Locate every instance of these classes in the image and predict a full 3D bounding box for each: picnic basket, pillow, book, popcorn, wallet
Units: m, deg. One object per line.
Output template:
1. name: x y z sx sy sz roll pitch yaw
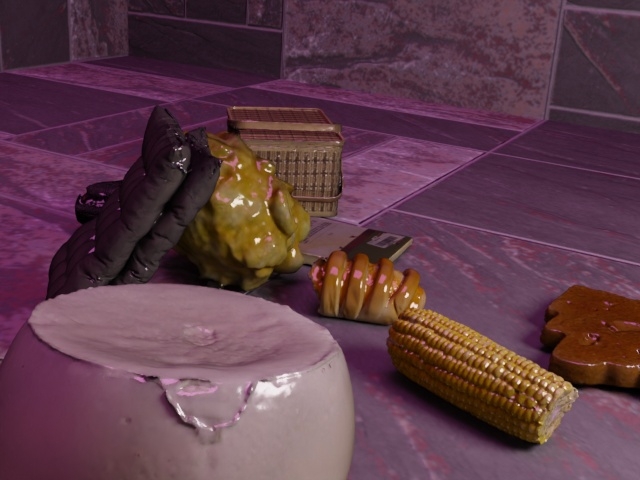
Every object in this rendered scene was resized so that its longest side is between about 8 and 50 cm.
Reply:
1. picnic basket: -0.080 -0.177 1.739 0.228 0.175 0.313 1 21 -9
2. pillow: -0.259 -0.018 1.130 0.101 0.326 0.228 33 9 -22
3. book: 0.000 0.000 1.485 0.289 0.026 0.201 12 21 22
4. popcorn: -0.146 -0.047 1.312 0.215 0.252 0.286 -44 50 -7
5. wallet: -0.312 -0.073 1.585 0.220 0.071 0.262 5 13 7

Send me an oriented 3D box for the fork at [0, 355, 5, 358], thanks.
1. fork: -0.408 0.147 1.047 0.115 0.012 0.016 -4 17 -7

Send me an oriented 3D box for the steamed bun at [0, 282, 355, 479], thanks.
1. steamed bun: -0.127 0.168 0.735 0.324 0.206 0.324 8 9 -1

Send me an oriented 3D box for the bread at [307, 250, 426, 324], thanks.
1. bread: 0.070 0.068 1.238 0.177 0.084 0.119 10 21 6

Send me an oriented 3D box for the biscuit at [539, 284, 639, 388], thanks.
1. biscuit: 0.424 0.135 1.164 0.278 0.043 0.301 -1 19 -5

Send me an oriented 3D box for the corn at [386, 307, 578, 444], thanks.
1. corn: 0.181 0.157 0.994 0.093 0.093 0.244 -13 26 -38
